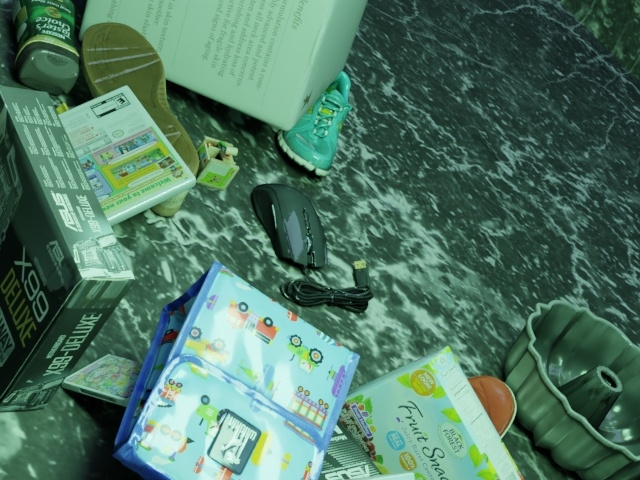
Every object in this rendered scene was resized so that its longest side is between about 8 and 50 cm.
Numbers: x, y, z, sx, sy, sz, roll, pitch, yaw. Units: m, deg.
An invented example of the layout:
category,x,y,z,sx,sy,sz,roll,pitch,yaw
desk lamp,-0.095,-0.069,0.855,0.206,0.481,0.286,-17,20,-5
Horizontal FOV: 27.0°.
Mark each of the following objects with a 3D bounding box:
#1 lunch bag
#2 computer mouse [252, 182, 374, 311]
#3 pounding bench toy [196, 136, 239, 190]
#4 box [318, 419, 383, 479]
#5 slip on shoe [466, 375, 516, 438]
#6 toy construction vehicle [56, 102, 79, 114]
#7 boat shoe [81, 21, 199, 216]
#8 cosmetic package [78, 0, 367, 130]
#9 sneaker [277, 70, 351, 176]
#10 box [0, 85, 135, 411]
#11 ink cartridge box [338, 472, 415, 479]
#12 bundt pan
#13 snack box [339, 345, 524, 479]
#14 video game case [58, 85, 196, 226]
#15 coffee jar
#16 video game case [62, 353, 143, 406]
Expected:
category,x,y,z,sx,sy,sz,roll,pitch,yaw
lunch bag,-0.107,0.210,1.546,0.221,0.138,0.293,34,44,-15
computer mouse,0.000,0.000,2.115,0.184,0.060,0.262,13,40,-33
pounding bench toy,-0.160,-0.134,2.102,0.052,0.083,0.065,16,39,-31
box,-0.079,0.261,1.681,0.270,0.060,0.216,-2,41,-46
slip on shoe,0.196,0.253,1.954,0.331,0.101,0.123,-7,52,-51
toy construction vehicle,-0.378,-0.174,1.981,0.098,0.035,0.086,2,47,-43
boat shoe,-0.287,-0.188,2.024,0.122,0.110,0.341,-10,57,-23
cosmetic package,-0.133,-0.443,2.213,0.394,0.329,0.327,24,31,6
sneaker,-0.002,-0.211,2.333,0.107,0.110,0.275,30,34,-14
box,-0.354,0.010,1.580,0.077,0.242,0.307,4,46,-43
ink cartridge box,0.046,0.423,1.490,0.186,0.065,0.311,3,80,-46
bundt pan,0.427,0.258,2.152,0.331,0.124,0.330,27,34,-20
snack box,0.140,0.267,1.759,0.207,0.174,0.070,60,33,-3
video game case,-0.315,-0.107,1.878,0.212,0.023,0.193,-28,66,-24
coffee jar,-0.424,-0.307,2.062,0.096,0.079,0.184,17,38,-30
video game case,-0.242,0.171,1.627,0.122,0.011,0.087,11,25,33
